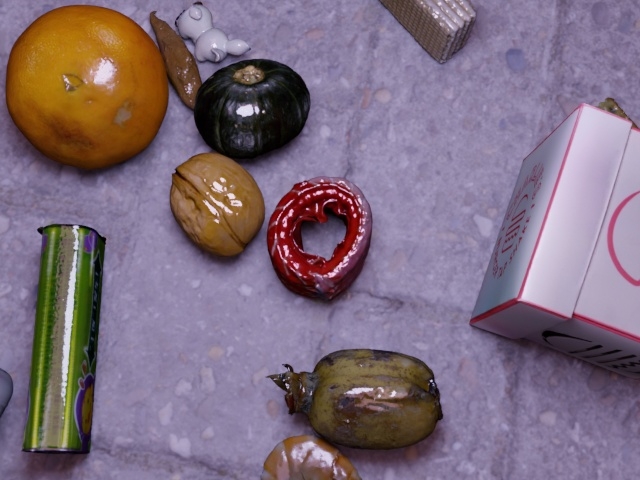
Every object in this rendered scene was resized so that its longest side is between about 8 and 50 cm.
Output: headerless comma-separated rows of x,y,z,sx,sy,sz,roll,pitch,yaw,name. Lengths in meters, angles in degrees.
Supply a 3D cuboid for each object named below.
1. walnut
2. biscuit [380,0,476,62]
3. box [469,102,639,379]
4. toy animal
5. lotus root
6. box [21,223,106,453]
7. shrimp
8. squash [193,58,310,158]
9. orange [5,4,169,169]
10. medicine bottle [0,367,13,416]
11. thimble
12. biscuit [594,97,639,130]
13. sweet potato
-0.168,-0.061,1.513,0.180,0.144,0.144,43,77,14,walnut
0.106,-0.504,1.644,0.078,0.144,0.426,-39,79,-11,biscuit
0.439,0.021,1.425,0.300,0.314,0.312,21,79,0,box
-0.191,-0.352,1.625,0.071,0.085,0.124,-32,84,-28,toy animal
0.051,0.243,1.441,0.278,0.154,0.154,4,75,-3,lotus root
-0.397,0.152,1.446,0.097,0.134,0.345,1,76,-1,box
0.020,0.427,1.428,0.152,0.063,0.287,-39,77,-10,shrimp
-0.113,-0.217,1.542,0.193,0.193,0.156,3,109,-2,squash
-0.373,-0.245,1.502,0.261,0.261,0.261,1,75,-3,orange
-0.618,0.279,1.342,0.245,0.245,0.306,26,76,4,medicine bottle
-0.001,-0.007,1.513,0.163,0.125,0.189,21,75,5,thimble
0.477,-0.151,1.632,0.203,0.016,0.144,-36,80,-12,biscuit
-0.246,-0.314,1.615,0.060,0.068,0.206,-18,69,-33,sweet potato
